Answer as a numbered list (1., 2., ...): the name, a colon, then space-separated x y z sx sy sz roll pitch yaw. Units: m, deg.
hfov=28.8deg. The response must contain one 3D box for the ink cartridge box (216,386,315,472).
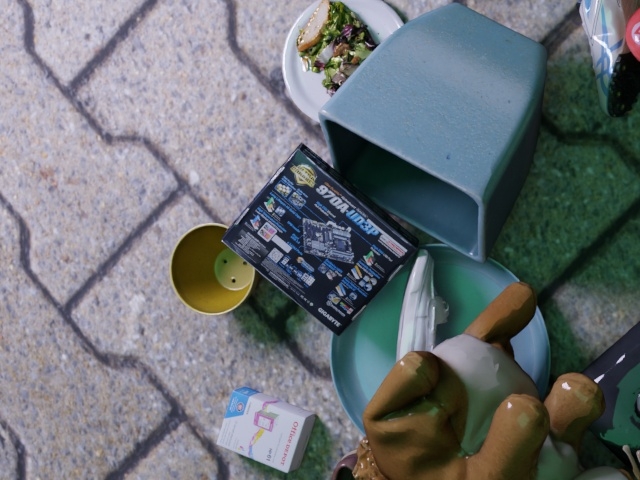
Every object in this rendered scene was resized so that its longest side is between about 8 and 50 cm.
1. ink cartridge box: -0.080 0.280 1.846 0.122 0.052 0.088 18 95 16

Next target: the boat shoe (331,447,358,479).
1. boat shoe: 0.066 0.469 1.759 0.123 0.123 0.341 -5 88 18

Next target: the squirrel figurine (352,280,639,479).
1. squirrel figurine: 0.233 0.325 1.583 0.370 0.281 0.397 44 125 17

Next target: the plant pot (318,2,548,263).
1. plant pot: 0.179 -0.163 1.673 0.248 0.247 0.252 31 76 16

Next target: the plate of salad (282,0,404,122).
1. plate of salad: 0.035 -0.265 1.815 0.200 0.048 0.199 0 89 18

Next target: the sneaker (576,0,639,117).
1. sneaker: 0.391 -0.285 1.690 0.086 0.085 0.237 2 96 48

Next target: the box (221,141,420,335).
1. box: 0.000 0.000 1.738 0.220 0.051 0.175 39 107 -4

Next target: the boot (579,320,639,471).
1. boot: 0.479 0.065 1.629 0.367 0.146 0.445 45 107 15

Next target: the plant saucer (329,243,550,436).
1. plant saucer: 0.170 0.163 1.770 0.318 0.044 0.317 0 90 18

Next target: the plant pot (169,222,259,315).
1. plant pot: -0.143 0.042 1.845 0.134 0.095 0.134 0 90 18

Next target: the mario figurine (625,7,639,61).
1. mario figurine: 0.537 -0.324 1.576 0.321 0.198 0.170 -27 106 10

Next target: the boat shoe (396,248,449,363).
1. boat shoe: 0.146 0.105 1.728 0.063 0.066 0.184 7 85 -3
